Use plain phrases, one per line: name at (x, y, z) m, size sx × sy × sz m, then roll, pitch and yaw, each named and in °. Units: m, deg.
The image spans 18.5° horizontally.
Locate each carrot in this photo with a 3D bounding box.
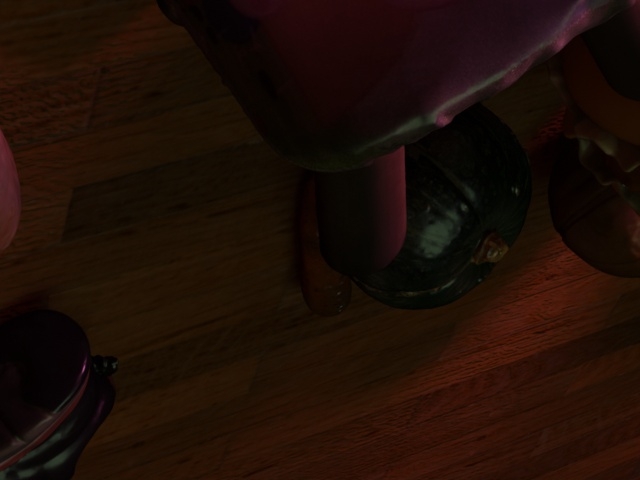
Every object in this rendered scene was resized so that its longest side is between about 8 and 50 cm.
carrot at (0.000, 0.000, 1.663) m, size 0.047 × 0.047 × 0.191 m, roll -28°, pitch 145°, yaw -14°

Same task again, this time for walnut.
walnut at (0.305, -0.057, 1.767) m, size 0.207 × 0.167 × 0.167 m, roll -34°, pitch 152°, yaw 10°

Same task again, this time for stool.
stool at (0.054, -0.184, 1.178) m, size 0.310 × 0.310 × 0.226 m, roll -32°, pitch 158°, yaw -3°

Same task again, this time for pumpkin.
pumpkin at (0.089, -0.030, 1.592) m, size 0.190 × 0.146 × 0.190 m, roll -54°, pitch 175°, yaw -7°

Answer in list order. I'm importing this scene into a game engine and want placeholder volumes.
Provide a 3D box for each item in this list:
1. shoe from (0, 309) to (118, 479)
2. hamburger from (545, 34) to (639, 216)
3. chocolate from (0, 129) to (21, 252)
shoe at (-0.272, 0.175, 1.567) m, size 0.291 × 0.114 × 0.137 m, roll -44°, pitch 156°, yaw 8°
hamburger at (0.312, -0.151, 1.530) m, size 0.274 × 0.274 × 0.212 m, roll -36°, pitch 149°, yaw 1°
chocolate at (-0.268, -0.071, 1.180) m, size 0.134 × 0.134 × 0.309 m, roll -32°, pitch 155°, yaw -7°
